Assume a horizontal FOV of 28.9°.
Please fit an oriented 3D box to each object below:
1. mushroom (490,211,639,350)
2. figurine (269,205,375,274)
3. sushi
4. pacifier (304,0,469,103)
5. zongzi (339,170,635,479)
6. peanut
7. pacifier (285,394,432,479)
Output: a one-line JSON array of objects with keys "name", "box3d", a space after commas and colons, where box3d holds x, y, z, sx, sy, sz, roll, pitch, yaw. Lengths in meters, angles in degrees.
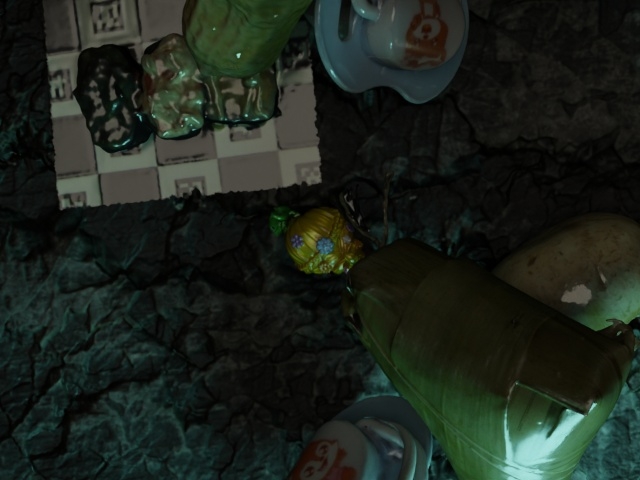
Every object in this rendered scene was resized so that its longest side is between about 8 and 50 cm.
[{"name": "mushroom", "box3d": [0.328, 0.083, 1.590, 0.253, 0.189, 0.195, -32, 90, 14]}, {"name": "figurine", "box3d": [0.000, 0.000, 1.650, 0.156, 0.115, 0.095, 36, 85, 4]}, {"name": "sushi", "box3d": [-0.196, -0.200, 1.659, 0.373, 0.100, 0.296, -4, 93, 5]}, {"name": "pacifier", "box3d": [0.069, -0.297, 1.604, 0.207, 0.279, 0.227, 8, 94, 46]}, {"name": "zongzi", "box3d": [0.139, 0.178, 1.551, 0.447, 0.181, 0.418, 32, 133, 28]}, {"name": "peanut", "box3d": [-0.079, -0.303, 1.504, 0.159, 0.291, 0.143, -35, 80, -24]}, {"name": "pacifier", "box3d": [0.067, 0.358, 1.624, 0.233, 0.244, 0.299, 47, 67, -37]}]
